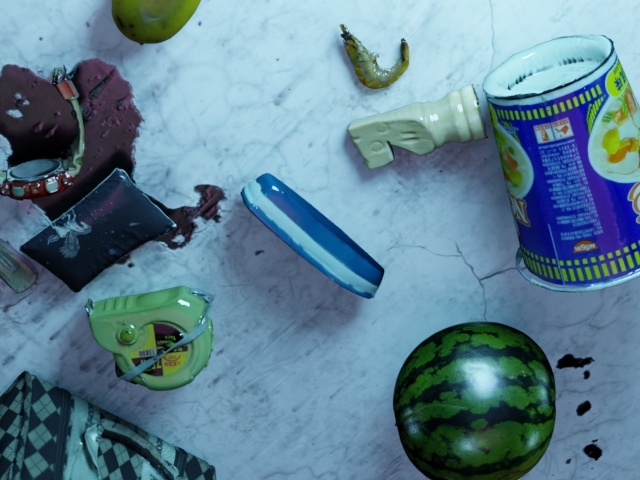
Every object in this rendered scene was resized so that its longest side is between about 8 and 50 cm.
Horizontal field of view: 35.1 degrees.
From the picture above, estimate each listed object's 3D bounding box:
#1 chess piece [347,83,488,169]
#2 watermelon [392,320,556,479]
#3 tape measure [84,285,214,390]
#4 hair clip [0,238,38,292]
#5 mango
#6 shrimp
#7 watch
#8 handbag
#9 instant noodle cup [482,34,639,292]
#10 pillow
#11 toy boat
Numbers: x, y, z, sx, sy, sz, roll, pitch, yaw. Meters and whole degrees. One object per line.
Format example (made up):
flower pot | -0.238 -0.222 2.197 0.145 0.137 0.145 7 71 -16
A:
chess piece | 0.147 -0.170 1.536 0.201 0.090 0.090 -14 124 12
watermelon | 0.261 0.282 1.710 0.285 0.285 0.285 -4 122 -7
tape measure | -0.262 0.156 1.648 0.200 0.106 0.175 -13 109 -4
hair clip | -0.503 0.028 1.573 0.054 0.022 0.137 -39 120 14
mango | -0.213 -0.337 1.366 0.103 0.076 0.161 38 101 -21
shrimp | 0.078 -0.279 1.479 0.091 0.025 0.127 -36 125 13
watch | -0.418 -0.189 1.422 0.165 0.102 0.268 -3 114 -16
handbag | -0.355 0.425 1.674 0.416 0.316 0.180 32 105 -26
instant noodle cup | 0.383 -0.126 1.505 0.284 0.284 0.312 -23 115 5
pillow | -0.344 -0.010 1.557 0.208 0.055 0.141 -33 127 12
toy boat | 0.000 0.000 1.603 0.062 0.096 0.299 -46 120 8
